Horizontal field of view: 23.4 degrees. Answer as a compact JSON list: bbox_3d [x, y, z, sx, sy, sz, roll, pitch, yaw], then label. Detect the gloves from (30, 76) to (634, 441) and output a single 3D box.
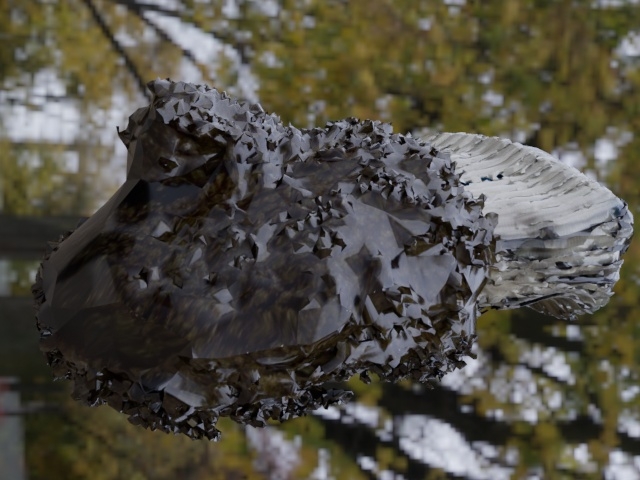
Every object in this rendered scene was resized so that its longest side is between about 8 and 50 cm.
[{"bbox_3d":[-0.003,0.003,0.830,0.210,0.312,0.135,50,-35,32],"label":"gloves"}]
